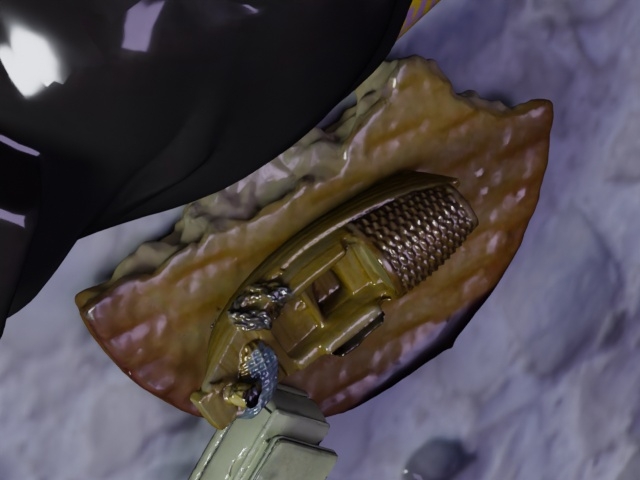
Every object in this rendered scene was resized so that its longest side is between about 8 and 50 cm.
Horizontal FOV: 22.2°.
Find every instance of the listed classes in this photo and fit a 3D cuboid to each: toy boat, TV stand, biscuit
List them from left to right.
[{"bbox_3d":[-0.070,0.177,0.731,0.036,0.042,0.249,21,104,-41],"label":"TV stand"},{"bbox_3d":[0.000,0.000,0.731,0.228,0.031,0.176,0,108,-31],"label":"biscuit"},{"bbox_3d":[0.003,0.022,0.692,0.149,0.049,0.047,-39,125,-12],"label":"toy boat"}]

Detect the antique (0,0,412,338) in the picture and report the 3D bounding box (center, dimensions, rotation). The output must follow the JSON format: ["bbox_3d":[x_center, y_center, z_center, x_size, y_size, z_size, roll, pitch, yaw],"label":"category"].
[{"bbox_3d":[-0.115,-0.103,0.518,0.322,0.185,0.255,-20,119,-3],"label":"antique"}]

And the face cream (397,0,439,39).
[{"bbox_3d":[0.064,-0.165,0.678,0.273,0.078,0.078,-43,125,-11],"label":"face cream"}]
